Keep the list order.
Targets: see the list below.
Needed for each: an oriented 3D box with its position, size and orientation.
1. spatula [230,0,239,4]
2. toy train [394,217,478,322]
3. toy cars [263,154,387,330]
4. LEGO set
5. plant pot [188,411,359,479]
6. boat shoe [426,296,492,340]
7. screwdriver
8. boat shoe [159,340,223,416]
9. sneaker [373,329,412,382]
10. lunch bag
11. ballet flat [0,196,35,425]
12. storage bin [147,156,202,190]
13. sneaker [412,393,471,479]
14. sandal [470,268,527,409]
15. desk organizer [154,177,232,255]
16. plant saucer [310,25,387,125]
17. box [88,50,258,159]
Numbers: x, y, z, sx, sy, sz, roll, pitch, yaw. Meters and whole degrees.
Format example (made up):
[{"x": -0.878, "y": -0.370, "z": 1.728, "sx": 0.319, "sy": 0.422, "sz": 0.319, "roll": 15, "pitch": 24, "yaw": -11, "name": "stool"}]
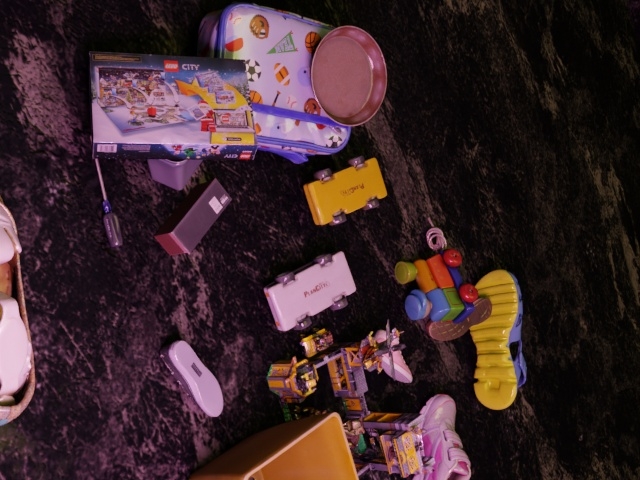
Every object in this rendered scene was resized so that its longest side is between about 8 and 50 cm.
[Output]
[{"x": -0.078, "y": -0.306, "z": 1.441, "sx": 0.084, "sy": 0.030, "sz": 0.296, "roll": -49, "pitch": 118, "yaw": -36, "name": "spatula"}, {"x": 0.217, "y": 0.058, "z": 1.665, "sx": 0.143, "sy": 0.105, "sz": 0.248, "roll": -2, "pitch": 57, "yaw": -30, "name": "toy train"}, {"x": 0.000, "y": 0.000, "z": 1.439, "sx": 0.176, "sy": 0.087, "sz": 0.394, "roll": 36, "pitch": 62, "yaw": -32, "name": "toy cars"}, {"x": 0.069, "y": 0.315, "z": 1.373, "sx": 0.255, "sy": 0.192, "sz": 0.331, "roll": -8, "pitch": 89, "yaw": -47, "name": "LEGO set"}, {"x": -0.076, "y": 0.400, "z": 1.208, "sx": 0.212, "sy": 0.187, "sz": 0.212, "roll": -24, "pitch": 101, "yaw": -46, "name": "plant pot"}, {"x": 0.299, "y": 0.171, "z": 1.745, "sx": 0.178, "sy": 0.060, "sz": 0.064, "roll": -21, "pitch": 111, "yaw": -29, "name": "boat shoe"}, {"x": -0.320, "y": -0.071, "z": 1.157, "sx": 0.024, "sy": 0.025, "sz": 0.170, "roll": -12, "pitch": 84, "yaw": -47, "name": "screwdriver"}, {"x": -0.198, "y": 0.213, "z": 1.217, "sx": 0.142, "sy": 0.040, "sz": 0.049, "roll": 62, "pitch": 37, "yaw": -20, "name": "boat shoe"}, {"x": 0.148, "y": 0.228, "z": 1.576, "sx": 0.134, "sy": 0.051, "sz": 0.070, "roll": 42, "pitch": 60, "yaw": -29, "name": "sneaker"}, {"x": -0.070, "y": -0.263, "z": 1.355, "sx": 0.303, "sy": 0.115, "sz": 0.243, "roll": 5, "pitch": 87, "yaw": -37, "name": "lunch bag"}, {"x": -0.411, "y": 0.055, "z": 0.962, "sx": 0.123, "sy": 0.123, "sz": 0.349, "roll": -5, "pitch": 87, "yaw": -47, "name": "ballet flat"}, {"x": -0.222, "y": -0.150, "z": 1.217, "sx": 0.091, "sy": 0.098, "sz": 0.135, "roll": 101, "pitch": 14, "yaw": -55, "name": "storage bin"}, {"x": 0.260, "y": 0.443, "z": 1.615, "sx": 0.103, "sy": 0.111, "sz": 0.252, "roll": 23, "pitch": 67, "yaw": -43, "name": "sneaker"}, {"x": 0.418, "y": 0.226, "z": 1.829, "sx": 0.138, "sy": 0.126, "sz": 0.317, "roll": 9, "pitch": 83, "yaw": -56, "name": "sandal"}, {"x": -0.202, "y": -0.037, "z": 1.248, "sx": 0.047, "sy": 0.050, "sz": 0.130, "roll": 54, "pitch": 49, "yaw": -26, "name": "desk organizer"}, {"x": 0.044, "y": -0.281, "z": 1.353, "sx": 0.168, "sy": 0.029, "sz": 0.169, "roll": -5, "pitch": 98, "yaw": -38, "name": "plant saucer"}, {"x": -0.217, "y": -0.196, "z": 1.154, "sx": 0.233, "sy": 0.044, "sz": 0.159, "roll": -1, "pitch": 63, "yaw": -18, "name": "box"}]
